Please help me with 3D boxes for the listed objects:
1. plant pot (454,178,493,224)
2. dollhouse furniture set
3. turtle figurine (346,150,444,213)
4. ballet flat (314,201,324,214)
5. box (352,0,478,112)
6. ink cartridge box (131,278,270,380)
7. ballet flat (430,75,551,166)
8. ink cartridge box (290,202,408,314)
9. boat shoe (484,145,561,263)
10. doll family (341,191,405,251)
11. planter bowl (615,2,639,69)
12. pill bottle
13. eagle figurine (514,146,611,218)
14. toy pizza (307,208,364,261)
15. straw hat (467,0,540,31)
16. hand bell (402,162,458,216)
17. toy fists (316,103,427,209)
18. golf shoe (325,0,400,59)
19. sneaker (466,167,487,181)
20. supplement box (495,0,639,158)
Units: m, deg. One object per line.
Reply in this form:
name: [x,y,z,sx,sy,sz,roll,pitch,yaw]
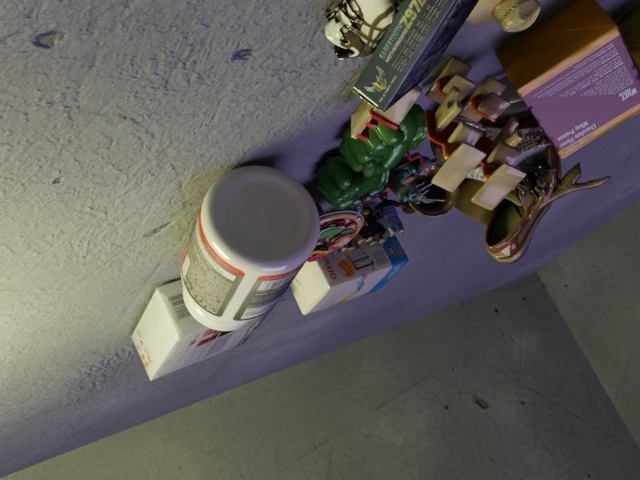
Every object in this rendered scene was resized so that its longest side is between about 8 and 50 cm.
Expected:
plant pot: [0.411,-0.115,2.116,0.134,0.134,0.095,0,125,-56]
dollhouse furniture set: [0.195,-0.187,1.352,0.259,0.262,0.135,23,130,-17]
turtle figurine: [0.161,-0.116,1.713,0.234,0.118,0.175,-21,169,24]
ballet flat: [-0.106,-0.015,1.714,0.247,0.083,0.087,-35,138,26]
box: [0.149,-0.294,1.062,0.232,0.059,0.183,-57,173,37]
ink cartridge box: [-0.278,0.187,1.945,0.272,0.130,0.309,-18,162,-32]
ballet flat: [0.441,-0.268,1.654,0.483,0.164,0.182,-16,141,-27]
ink cartridge box: [0.047,0.043,1.929,0.233,0.171,0.168,-17,161,-30]
boat shoe: [0.507,-0.101,2.055,0.120,0.123,0.323,25,85,-51]
doll family: [0.105,-0.050,1.856,0.193,0.111,0.076,-11,159,-31]
planter bowl: [0.627,-0.336,1.547,0.090,0.217,0.217,-39,171,-28]
pill bottle: [-0.148,0.032,1.530,0.210,0.210,0.363,-18,162,-26]
eagle figurine: [0.486,-0.179,1.890,0.227,0.298,0.225,6,128,-16]
toy pizza: [0.000,0.000,1.682,0.201,0.032,0.201,-20,158,-8]
straw hat: [0.308,-0.363,1.282,0.145,0.061,0.144,-24,163,-8]
hand bell: [0.234,-0.100,1.959,0.126,0.126,0.242,-23,177,-11]
toy fists: [0.087,-0.152,1.534,0.142,0.096,0.279,-15,161,-30]
golf shoe: [0.052,-0.294,1.077,0.094,0.077,0.198,-26,163,-2]
sneaker: [0.340,-0.156,1.757,0.115,0.090,0.232,-13,-157,-8]
supplement box: [0.455,-0.290,1.459,0.191,0.129,0.194,-33,128,19]
